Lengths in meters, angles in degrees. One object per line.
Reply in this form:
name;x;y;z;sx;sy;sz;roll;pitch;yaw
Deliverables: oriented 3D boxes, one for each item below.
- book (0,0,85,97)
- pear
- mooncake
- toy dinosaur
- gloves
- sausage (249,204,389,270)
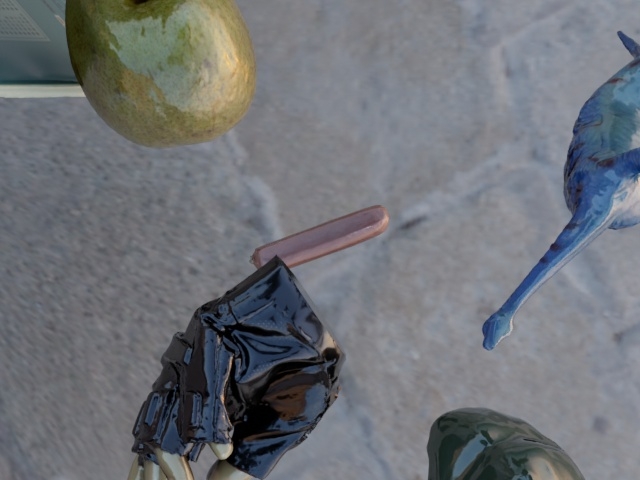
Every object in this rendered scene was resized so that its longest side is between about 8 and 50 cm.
book;-0.393;-0.250;1.721;0.031;0.264;0.379;-51;160;24
pear;-0.173;-0.204;1.692;0.188;0.228;0.211;-29;146;-16
mooncake;0.117;0.214;1.185;0.104;0.168;0.175;16;67;-43
toy dinosaur;0.215;-0.059;1.076;0.076;0.144;0.329;43;52;-22
gloves;-0.076;0.122;1.140;0.203;0.124;0.164;-35;138;1
sausage;0.000;0.000;1.545;0.147;0.030;0.035;-22;64;-11
